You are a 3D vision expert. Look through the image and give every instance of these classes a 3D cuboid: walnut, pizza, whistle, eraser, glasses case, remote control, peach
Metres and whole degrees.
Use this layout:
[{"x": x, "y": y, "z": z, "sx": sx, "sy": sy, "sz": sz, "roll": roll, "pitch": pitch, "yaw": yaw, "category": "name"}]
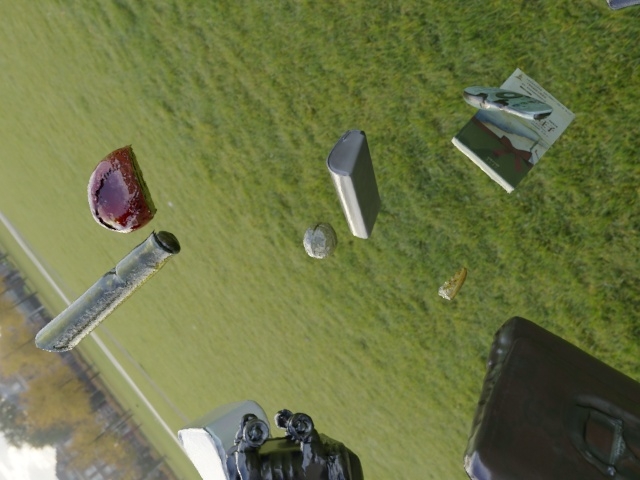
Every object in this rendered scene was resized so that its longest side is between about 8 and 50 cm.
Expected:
[{"x": 0.000, "y": 0.000, "z": 1.282, "sx": 0.092, "sy": 0.092, "sz": 0.092, "roll": 38, "pitch": 151, "yaw": 26, "category": "walnut"}, {"x": 0.348, "y": 0.127, "z": 1.483, "sx": 0.026, "sy": 0.123, "sz": 0.108, "roll": 43, "pitch": 143, "yaw": -5, "category": "pizza"}, {"x": -0.367, "y": 0.096, "z": 0.939, "sx": 0.068, "sy": 0.326, "sz": 0.057, "roll": 30, "pitch": -153, "yaw": -48, "category": "whistle"}, {"x": -0.214, "y": 0.525, "z": 1.355, "sx": 0.331, "sy": 0.149, "sz": 0.332, "roll": 35, "pitch": 138, "yaw": 39, "category": "eraser"}, {"x": 0.053, "y": -0.076, "z": 0.789, "sx": 0.042, "sy": 0.072, "sz": 0.191, "roll": 20, "pitch": 160, "yaw": 22, "category": "glasses case"}, {"x": 0.396, "y": -0.297, "z": 1.179, "sx": 0.256, "sy": 0.097, "sz": 0.045, "roll": -127, "pitch": 29, "yaw": -60, "category": "remote control"}, {"x": -0.383, "y": -0.093, "z": 1.053, "sx": 0.092, "sy": 0.127, "sz": 0.172, "roll": -96, "pitch": 17, "yaw": -65, "category": "peach"}]

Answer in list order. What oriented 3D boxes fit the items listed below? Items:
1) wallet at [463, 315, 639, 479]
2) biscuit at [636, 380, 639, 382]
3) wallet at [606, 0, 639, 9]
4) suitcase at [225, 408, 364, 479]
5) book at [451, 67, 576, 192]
[{"x": 0.219, "y": 0.159, "z": 0.386, "sx": 0.229, "sy": 0.182, "sz": 0.049, "roll": 30, "pitch": 131, "yaw": 10, "category": "wallet"}, {"x": 0.308, "y": 0.187, "z": 0.519, "sx": 0.188, "sy": 0.265, "sz": 0.040, "roll": 31, "pitch": 114, "yaw": 43, "category": "biscuit"}, {"x": 0.578, "y": -0.547, "z": 0.970, "sx": 0.149, "sy": 0.044, "sz": 0.250, "roll": -8, "pitch": 132, "yaw": 28, "category": "wallet"}, {"x": -0.027, "y": 0.467, "z": 0.772, "sx": 0.283, "sy": 0.194, "sz": 0.434, "roll": 120, "pitch": 145, "yaw": -72, "category": "suitcase"}, {"x": 0.485, "y": -0.280, "z": 1.365, "sx": 0.201, "sy": 0.289, "sz": 0.026, "roll": 41, "pitch": 164, "yaw": 4, "category": "book"}]
